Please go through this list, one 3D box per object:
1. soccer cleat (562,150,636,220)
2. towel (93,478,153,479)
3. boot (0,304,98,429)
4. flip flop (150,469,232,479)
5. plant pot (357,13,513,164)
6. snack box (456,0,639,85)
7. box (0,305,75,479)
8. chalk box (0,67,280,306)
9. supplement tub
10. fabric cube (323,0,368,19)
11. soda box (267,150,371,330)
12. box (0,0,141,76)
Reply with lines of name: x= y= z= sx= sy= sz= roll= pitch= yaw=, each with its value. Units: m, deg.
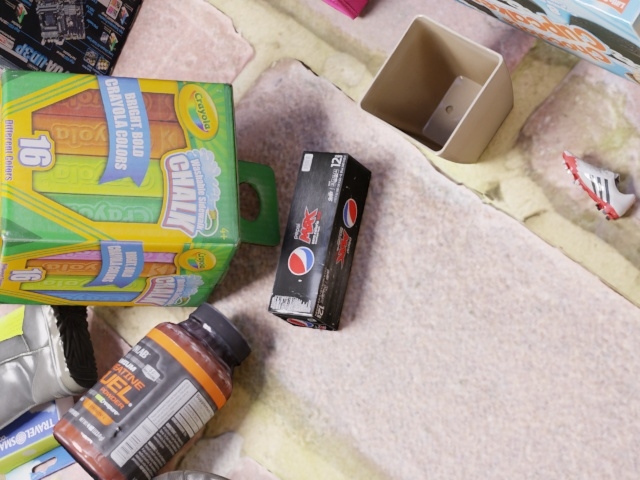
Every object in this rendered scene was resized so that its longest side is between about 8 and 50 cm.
soccer cleat: x=0.254 y=-0.055 z=1.361 sx=0.035 sy=0.029 sz=0.083 roll=-38 pitch=62 yaw=2
towel: x=-0.199 y=0.248 z=1.502 sx=0.067 sy=0.029 sz=0.119 roll=4 pitch=74 yaw=27
boot: x=-0.340 y=0.116 z=1.559 sx=0.208 sy=0.076 sz=0.189 roll=-25 pitch=59 yaw=26
flip flop: x=-0.045 y=0.282 z=1.385 sx=0.277 sy=0.080 sz=0.112 roll=3 pitch=69 yaw=14
plant pot: x=0.122 y=-0.132 z=1.418 sx=0.109 sy=0.096 sz=0.109 roll=34 pitch=91 yaw=34
snack box: x=0.193 y=-0.238 z=1.362 sx=0.322 sy=0.187 sz=0.060 roll=32 pitch=90 yaw=33
box: x=-0.319 y=0.166 z=1.590 sx=0.109 sy=0.042 sz=0.178 roll=-27 pitch=61 yaw=19
chalk box: x=-0.177 y=-0.045 z=1.469 sx=0.289 sy=0.179 sz=0.180 roll=1 pitch=68 yaw=-17
supplement tub: x=-0.159 y=0.152 z=1.454 sx=0.106 sy=0.106 sz=0.198 roll=34 pitch=72 yaw=33
fabric cube: x=-0.025 y=-0.427 z=1.510 sx=0.259 sy=0.254 sz=0.258 roll=37 pitch=91 yaw=34
soda box: x=0.000 y=0.000 z=1.461 sx=0.053 sy=0.060 sz=0.169 roll=6 pitch=75 yaw=29
box: x=-0.290 y=-0.255 z=1.614 sx=0.051 sy=0.220 sz=0.175 roll=19 pitch=83 yaw=30
